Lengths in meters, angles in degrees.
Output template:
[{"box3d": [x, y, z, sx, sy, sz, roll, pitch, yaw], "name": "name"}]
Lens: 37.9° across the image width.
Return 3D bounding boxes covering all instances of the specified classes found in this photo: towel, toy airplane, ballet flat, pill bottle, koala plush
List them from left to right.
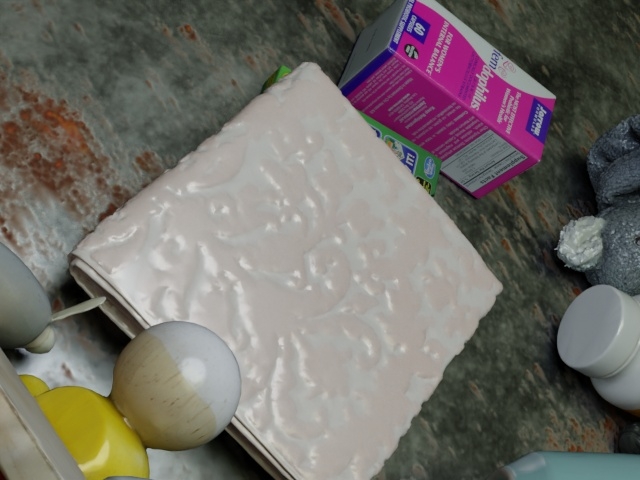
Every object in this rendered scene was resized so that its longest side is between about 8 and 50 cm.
[{"box3d": [-0.177, 0.103, 0.566, 0.273, 0.384, 0.386, -21, 80, -27], "name": "toy airplane"}, {"box3d": [-0.010, 0.033, 0.855, 0.317, 0.053, 0.332, 49, 53, -6], "name": "towel"}, {"box3d": [0.390, -0.020, 1.139, 0.196, 0.203, 0.221, 36, 75, -29], "name": "koala plush"}, {"box3d": [0.398, 0.143, 1.070, 0.246, 0.136, 0.136, 26, 57, -21], "name": "pill bottle"}, {"box3d": [0.398, 0.284, 1.058, 0.049, 0.057, 0.173, -22, 83, -42], "name": "ballet flat"}]

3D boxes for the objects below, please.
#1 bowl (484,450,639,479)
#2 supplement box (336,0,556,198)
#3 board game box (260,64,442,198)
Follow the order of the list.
[{"box3d": [0.204, 0.307, 0.800, 0.163, 0.311, 0.311, 22, 57, -1], "name": "bowl"}, {"box3d": [0.145, -0.164, 1.063, 0.220, 0.114, 0.111, 34, 54, -18], "name": "supplement box"}, {"box3d": [0.000, 0.000, 0.938, 0.214, 0.046, 0.317, 28, 57, -20], "name": "board game box"}]
